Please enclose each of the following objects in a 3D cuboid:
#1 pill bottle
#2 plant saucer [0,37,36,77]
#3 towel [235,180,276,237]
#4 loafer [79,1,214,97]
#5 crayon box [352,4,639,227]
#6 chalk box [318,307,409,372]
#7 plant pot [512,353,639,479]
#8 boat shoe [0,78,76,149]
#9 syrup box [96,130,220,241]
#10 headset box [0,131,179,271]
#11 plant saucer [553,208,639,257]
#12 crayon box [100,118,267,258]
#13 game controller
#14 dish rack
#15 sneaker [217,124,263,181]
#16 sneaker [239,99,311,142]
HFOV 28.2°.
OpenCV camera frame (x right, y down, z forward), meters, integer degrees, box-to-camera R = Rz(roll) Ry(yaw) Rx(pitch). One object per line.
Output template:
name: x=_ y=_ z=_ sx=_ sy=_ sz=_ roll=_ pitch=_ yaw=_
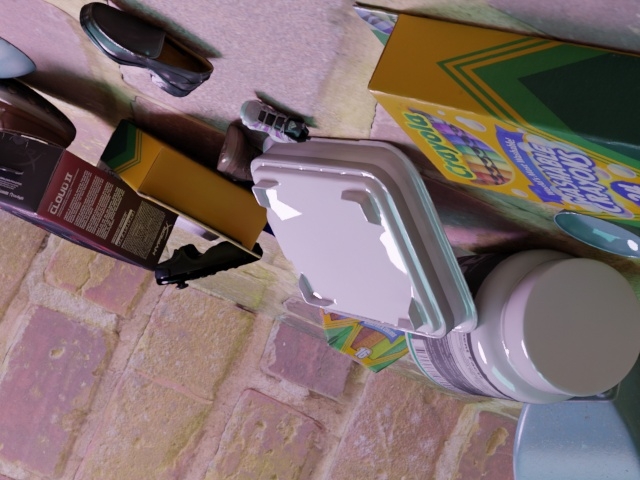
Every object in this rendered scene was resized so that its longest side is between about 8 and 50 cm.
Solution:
pill bottle: x=0.268 y=0.115 z=1.725 sx=0.204 sy=0.204 sz=0.361 roll=26 pitch=169 yaw=-15
plant saucer: x=-0.524 y=-0.287 z=1.916 sx=0.195 sy=0.037 sz=0.195 roll=22 pitch=170 yaw=4
towel: x=0.000 y=0.000 z=2.095 sx=0.308 sy=0.076 sz=0.227 roll=30 pitch=167 yaw=-33
loafer: x=-0.197 y=-0.228 z=1.462 sx=0.170 sy=0.062 sz=0.061 roll=27 pitch=148 yaw=-37
crayon box: x=0.186 y=-0.104 z=1.138 sx=0.323 sy=0.083 sz=0.203 roll=17 pitch=168 yaw=33
chalk box: x=0.117 y=0.085 z=1.987 sx=0.132 sy=0.213 sz=0.132 roll=33 pitch=-149 yaw=-39
plant pot: x=0.445 y=0.305 z=2.091 sx=0.247 sy=0.247 sz=0.252 roll=-3 pitch=123 yaw=25
boat shoe: x=-0.549 y=-0.212 z=2.021 sx=0.324 sy=0.116 sz=0.123 roll=24 pitch=-168 yaw=-16
syrup box: x=-0.267 y=-0.091 z=2.174 sx=0.237 sy=0.093 sz=0.096 roll=26 pitch=170 yaw=-11
headset box: x=-0.400 y=-0.069 z=1.970 sx=0.218 sy=0.110 sz=0.293 roll=16 pitch=170 yaw=39
plant saucer: x=0.326 y=-0.014 z=1.452 sx=0.119 sy=0.021 sz=0.119 roll=22 pitch=169 yaw=4
crayon box: x=-0.199 y=-0.082 z=1.925 sx=0.202 sy=0.081 sz=0.318 roll=29 pitch=-178 yaw=-26
game controller: x=-0.176 y=0.035 z=2.063 sx=0.166 sy=0.067 sz=0.319 roll=-5 pitch=-178 yaw=-2
dish rack: x=0.038 y=0.003 z=1.668 sx=0.333 sy=0.072 sz=0.286 roll=11 pitch=133 yaw=54
sneaker: x=-0.104 y=-0.119 z=1.789 sx=0.071 sy=0.066 sz=0.188 roll=15 pitch=178 yaw=-4
sneaker: x=-0.048 y=-0.147 z=1.580 sx=0.069 sy=0.038 sz=0.098 roll=12 pitch=174 yaw=41
